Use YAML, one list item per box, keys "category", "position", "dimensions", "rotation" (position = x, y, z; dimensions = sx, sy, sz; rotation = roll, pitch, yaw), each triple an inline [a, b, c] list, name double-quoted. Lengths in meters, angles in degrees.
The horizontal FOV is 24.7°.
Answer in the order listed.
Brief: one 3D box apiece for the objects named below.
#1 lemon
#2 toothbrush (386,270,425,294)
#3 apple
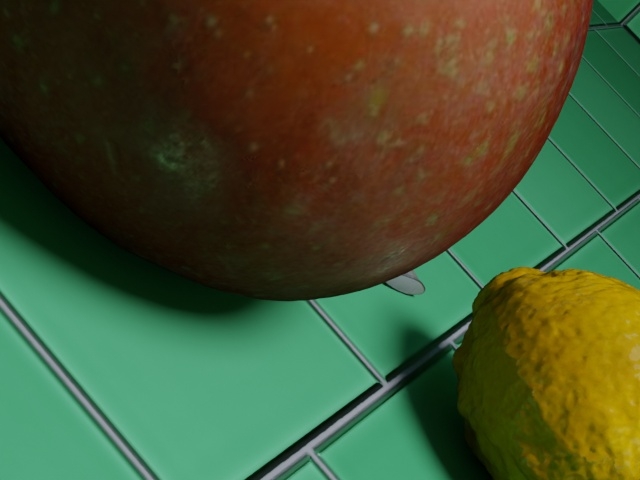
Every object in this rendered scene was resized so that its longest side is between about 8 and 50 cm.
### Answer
- category: "lemon"
  position: [0.150, 0.090, 0.845]
  dimensions: [0.142, 0.142, 0.187]
  rotation: [21, 30, -45]
- category: "toothbrush"
  position: [0.001, 0.001, 0.904]
  dimensions: [0.194, 0.014, 0.017]
  rotation: [23, 31, -43]
- category: "apple"
  position: [-0.028, -0.144, 0.742]
  dimensions: [0.348, 0.277, 0.348]
  rotation: [29, 30, -19]
